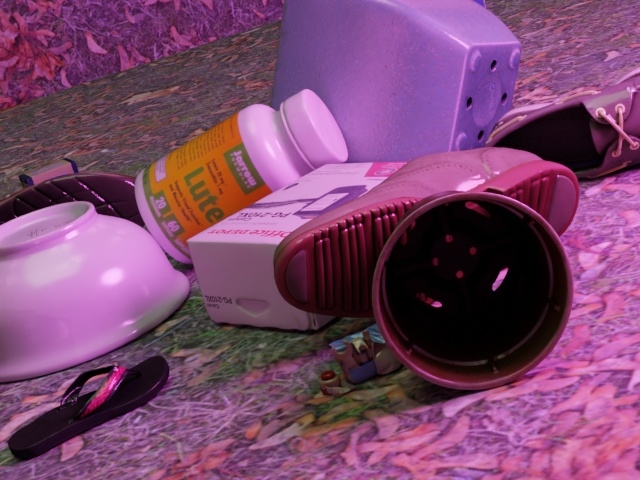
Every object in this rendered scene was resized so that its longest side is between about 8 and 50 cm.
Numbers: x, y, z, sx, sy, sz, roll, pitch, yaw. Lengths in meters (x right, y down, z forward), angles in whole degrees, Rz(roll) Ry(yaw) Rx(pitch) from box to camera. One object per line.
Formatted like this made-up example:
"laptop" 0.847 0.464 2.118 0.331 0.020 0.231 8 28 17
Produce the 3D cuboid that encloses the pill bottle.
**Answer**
"pill bottle" -0.095 -0.083 1.587 0.245 0.136 0.136 -29 14 17

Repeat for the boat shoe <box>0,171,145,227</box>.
"boat shoe" -0.400 -0.030 1.832 0.324 0.123 0.120 -14 15 6

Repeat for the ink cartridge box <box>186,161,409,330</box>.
"ink cartridge box" 0.000 0.000 1.404 0.172 0.100 0.237 1 25 46

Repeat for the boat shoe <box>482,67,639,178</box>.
"boat shoe" 0.328 -0.127 1.493 0.305 0.109 0.091 -12 18 34

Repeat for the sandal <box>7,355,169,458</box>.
"sandal" -0.222 0.152 1.242 0.179 0.040 0.067 -27 20 -31

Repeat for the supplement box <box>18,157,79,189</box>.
"supplement box" -0.425 -0.077 2.052 0.083 0.083 0.056 -23 18 -21

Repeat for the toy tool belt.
"toy tool belt" 0.031 0.099 1.156 0.083 0.051 0.052 -23 18 -17

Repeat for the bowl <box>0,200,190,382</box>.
"bowl" -0.315 0.041 1.512 0.297 0.134 0.298 -15 18 5

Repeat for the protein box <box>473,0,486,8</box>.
"protein box" 0.156 -0.290 1.976 0.199 0.201 0.136 -18 18 -5

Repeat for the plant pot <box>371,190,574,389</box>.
"plant pot" 0.125 0.029 1.132 0.167 0.167 0.165 -16 9 3

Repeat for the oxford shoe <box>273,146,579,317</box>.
"oxford shoe" 0.091 -0.015 1.304 0.348 0.123 0.130 -14 31 -28

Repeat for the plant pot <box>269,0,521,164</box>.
"plant pot" 0.112 -0.209 1.664 0.252 0.248 0.247 19 19 33
